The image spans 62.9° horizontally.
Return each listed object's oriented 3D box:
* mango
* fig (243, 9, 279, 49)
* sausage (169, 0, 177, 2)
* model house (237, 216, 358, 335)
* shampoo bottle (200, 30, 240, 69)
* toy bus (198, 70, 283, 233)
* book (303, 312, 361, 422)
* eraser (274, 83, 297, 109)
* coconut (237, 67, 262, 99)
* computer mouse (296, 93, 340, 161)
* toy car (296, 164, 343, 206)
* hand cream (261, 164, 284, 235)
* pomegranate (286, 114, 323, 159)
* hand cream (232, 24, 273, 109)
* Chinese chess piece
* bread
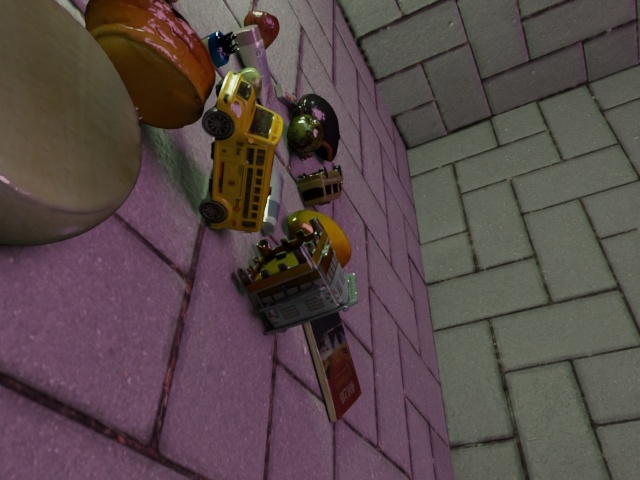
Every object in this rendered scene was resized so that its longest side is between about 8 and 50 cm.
[{"bbox_3d":[0.000,0.000,1.631,0.316,0.119,0.177,36,43,-45],"label":"mango"},{"bbox_3d":[-0.192,-0.669,1.684,0.119,0.118,0.153,42,47,-54],"label":"fig"},{"bbox_3d":[-0.374,-0.608,1.266,0.083,0.034,0.034,18,57,-67],"label":"sausage"},{"bbox_3d":[-0.055,0.096,1.256,0.216,0.224,0.198,62,20,-16],"label":"model house"},{"bbox_3d":[-0.265,-0.409,1.168,0.050,0.182,0.087,39,39,-58],"label":"shampoo bottle"},{"bbox_3d":[-0.166,-0.175,1.101,0.144,0.151,0.330,-84,-174,-46],"label":"toy bus"},{"bbox_3d":[0.030,0.315,1.562,0.262,0.028,0.375,-4,77,-71],"label":"book"},{"bbox_3d":[-0.119,-0.507,1.848,0.122,0.029,0.052,15,59,-67],"label":"eraser"},{"bbox_3d":[-0.207,-0.451,1.502,0.096,0.087,0.088,37,40,-66],"label":"coconut"},{"bbox_3d":[0.009,-0.420,1.957,0.323,0.116,0.183,39,51,-63],"label":"computer mouse"},{"bbox_3d":[0.011,-0.188,1.821,0.256,0.101,0.125,-26,102,-68],"label":"toy car"},{"bbox_3d":[-0.134,-0.118,1.469,0.255,0.048,0.079,-88,157,-48],"label":"hand cream"},{"bbox_3d":[-0.041,-0.349,1.781,0.163,0.125,0.138,50,22,-46],"label":"pomegranate"},{"bbox_3d":[-0.195,-0.535,1.632,0.133,0.083,0.248,-73,151,-56],"label":"hand cream"},{"bbox_3d":[-0.398,-0.164,0.679,0.349,0.146,0.350,51,30,-44],"label":"Chinese chess piece"},{"bbox_3d":[-0.314,-0.329,0.968,0.270,0.195,0.143,45,41,-52],"label":"bread"}]
